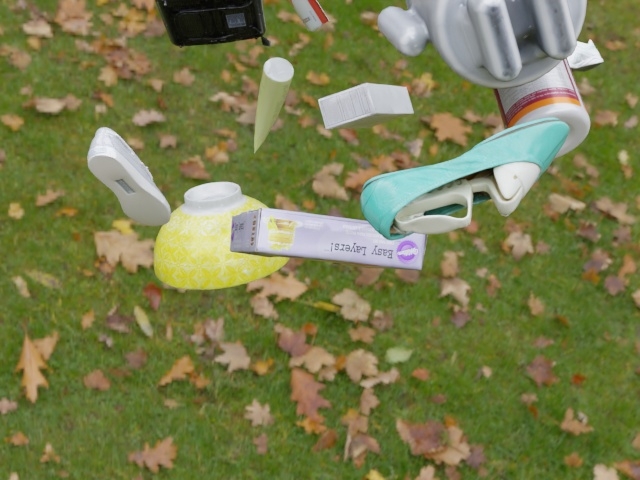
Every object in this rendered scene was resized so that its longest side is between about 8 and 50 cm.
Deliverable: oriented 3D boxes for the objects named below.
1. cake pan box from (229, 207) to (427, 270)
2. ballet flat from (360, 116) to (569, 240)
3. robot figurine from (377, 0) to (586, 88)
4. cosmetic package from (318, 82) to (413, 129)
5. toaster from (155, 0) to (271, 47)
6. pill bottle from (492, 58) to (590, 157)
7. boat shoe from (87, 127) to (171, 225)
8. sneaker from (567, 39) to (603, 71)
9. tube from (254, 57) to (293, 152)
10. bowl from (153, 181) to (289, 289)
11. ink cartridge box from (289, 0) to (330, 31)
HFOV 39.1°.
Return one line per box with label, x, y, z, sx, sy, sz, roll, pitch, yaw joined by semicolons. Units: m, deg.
cake pan box;0.000;0.000;1.354;0.245;0.267;0.070;9;87;-15
ballet flat;0.168;-0.056;0.998;0.247;0.083;0.087;-19;59;3
robot figurine;0.224;-0.331;1.209;0.299;0.200;0.353;-18;30;3
cosmetic package;0.088;-0.246;1.652;0.098;0.061;0.239;-13;2;22
toaster;-0.176;-0.398;1.475;0.168;0.186;0.110;-6;73;1
pill bottle;0.324;-0.242;1.377;0.121;0.121;0.221;0;56;-13
boat shoe;-0.263;-0.087;1.251;0.066;0.184;0.063;-14;55;21
sneaker;0.522;-0.381;1.887;0.152;0.053;0.061;-16;84;-29
tube;-0.107;-0.280;1.866;0.070;0.240;0.062;-25;71;-23
bowl;-0.211;-0.028;1.841;0.289;0.156;0.289;-6;22;3
ink cartridge box;-0.041;-0.473;1.742;0.045;0.145;0.179;-33;14;6
